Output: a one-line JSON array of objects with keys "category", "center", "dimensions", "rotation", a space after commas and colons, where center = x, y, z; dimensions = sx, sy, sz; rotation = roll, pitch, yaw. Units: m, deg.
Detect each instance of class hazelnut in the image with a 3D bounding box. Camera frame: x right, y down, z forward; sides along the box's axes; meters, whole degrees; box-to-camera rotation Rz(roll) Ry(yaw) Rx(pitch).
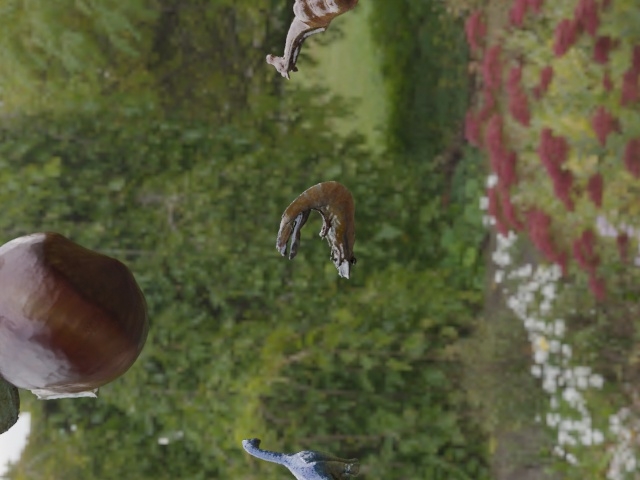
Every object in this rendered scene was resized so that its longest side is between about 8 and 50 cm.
[{"category": "hazelnut", "center": [-0.274, 0.087, 1.290], "dimensions": [0.204, 0.178, 0.178], "rotation": [40, -133, -63]}]

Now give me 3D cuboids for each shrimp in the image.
[{"category": "shrimp", "center": [0.000, 0.000, 2.056], "dimensions": [0.046, 0.152, 0.219], "rotation": [42, 155, 43]}]

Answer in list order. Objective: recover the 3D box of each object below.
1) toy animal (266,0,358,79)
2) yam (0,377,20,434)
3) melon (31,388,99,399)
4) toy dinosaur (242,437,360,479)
[{"category": "toy animal", "center": [-0.027, -0.360, 1.881], "dimensions": [0.066, 0.224, 0.230], "rotation": [-54, -48, -38]}, {"category": "yam", "center": [-0.432, 0.172, 1.395], "dimensions": [0.183, 0.107, 0.107], "rotation": [-3, 84, 47]}, {"category": "melon", "center": [-0.443, 0.234, 2.074], "dimensions": [0.093, 0.139, 0.202], "rotation": [-47, -16, -47]}, {"category": "toy dinosaur", "center": [-0.033, 0.373, 1.897], "dimensions": [0.248, 0.188, 0.075], "rotation": [-98, 16, -75]}]
